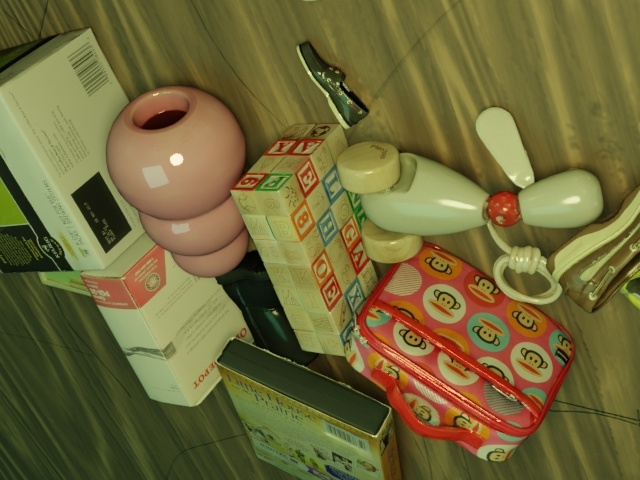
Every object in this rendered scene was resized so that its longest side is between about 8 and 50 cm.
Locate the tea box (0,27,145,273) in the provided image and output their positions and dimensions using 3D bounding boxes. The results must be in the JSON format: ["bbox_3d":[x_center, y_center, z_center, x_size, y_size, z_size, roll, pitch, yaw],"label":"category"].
[{"bbox_3d":[-0.467,-0.137,1.698,0.324,0.220,0.329,-3,124,38],"label":"tea box"}]

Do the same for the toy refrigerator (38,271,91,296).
[{"bbox_3d":[-0.417,0.045,1.921,0.270,0.094,0.102,11,132,30],"label":"toy refrigerator"}]

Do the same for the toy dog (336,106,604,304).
[{"bbox_3d":[0.188,-0.069,1.340,0.334,0.161,0.220,15,133,6],"label":"toy dog"}]

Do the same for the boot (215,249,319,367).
[{"bbox_3d":[-0.054,0.113,1.697,0.246,0.094,0.207,-11,115,51],"label":"boot"}]

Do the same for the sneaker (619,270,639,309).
[{"bbox_3d":[0.523,0.112,1.220,0.385,0.145,0.147,25,149,27],"label":"sneaker"}]

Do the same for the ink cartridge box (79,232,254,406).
[{"bbox_3d":[-0.254,0.114,1.767,0.117,0.207,0.283,3,127,38],"label":"ink cartridge box"}]

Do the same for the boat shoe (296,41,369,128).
[{"bbox_3d":[0.016,-0.216,1.392,0.042,0.049,0.133,-33,96,20],"label":"boat shoe"}]

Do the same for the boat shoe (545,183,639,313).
[{"bbox_3d":[0.389,-0.009,1.186,0.257,0.095,0.095,-43,63,26],"label":"boat shoe"}]

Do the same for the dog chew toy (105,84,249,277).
[{"bbox_3d":[-0.198,-0.072,1.575,0.207,0.206,0.331,16,142,27],"label":"dog chew toy"}]

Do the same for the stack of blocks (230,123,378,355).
[{"bbox_3d":[0.000,0.000,1.497,0.087,0.171,0.297,3,128,36],"label":"stack of blocks"}]

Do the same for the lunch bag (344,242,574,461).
[{"bbox_3d":[0.184,0.163,1.434,0.293,0.258,0.120,33,140,8],"label":"lunch bag"}]

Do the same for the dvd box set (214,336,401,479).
[{"bbox_3d":[-0.008,0.343,1.812,0.308,0.062,0.420,21,152,21],"label":"dvd box set"}]
